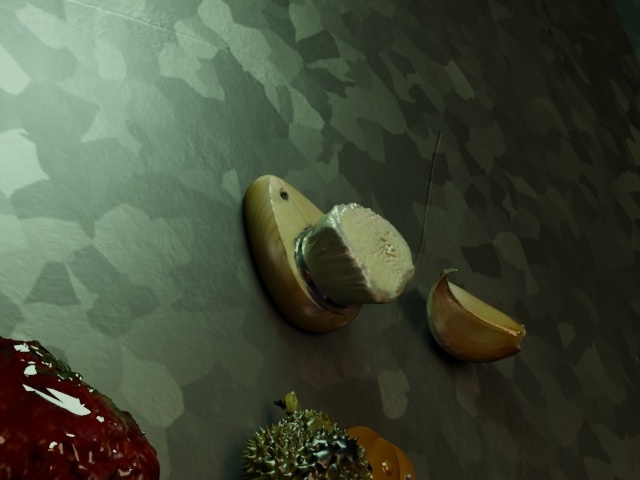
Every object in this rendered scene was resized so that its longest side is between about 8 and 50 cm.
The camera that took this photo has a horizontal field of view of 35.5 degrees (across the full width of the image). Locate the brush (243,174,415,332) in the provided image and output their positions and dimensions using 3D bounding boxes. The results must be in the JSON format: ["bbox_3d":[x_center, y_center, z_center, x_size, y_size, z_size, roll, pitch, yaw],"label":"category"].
[{"bbox_3d":[0.000,0.000,1.501,0.266,0.166,0.174,55,37,0],"label":"brush"}]

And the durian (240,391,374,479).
[{"bbox_3d":[-0.006,0.297,1.290,0.193,0.138,0.237,6,59,-33],"label":"durian"}]

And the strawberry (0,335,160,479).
[{"bbox_3d":[-0.284,0.234,0.983,0.274,0.274,0.220,40,78,-22],"label":"strawberry"}]

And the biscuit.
[{"bbox_3d":[0.080,0.350,1.435,0.170,0.050,0.170,28,46,-33],"label":"biscuit"}]

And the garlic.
[{"bbox_3d":[0.243,0.140,1.726,0.207,0.128,0.115,37,84,-20],"label":"garlic"}]
